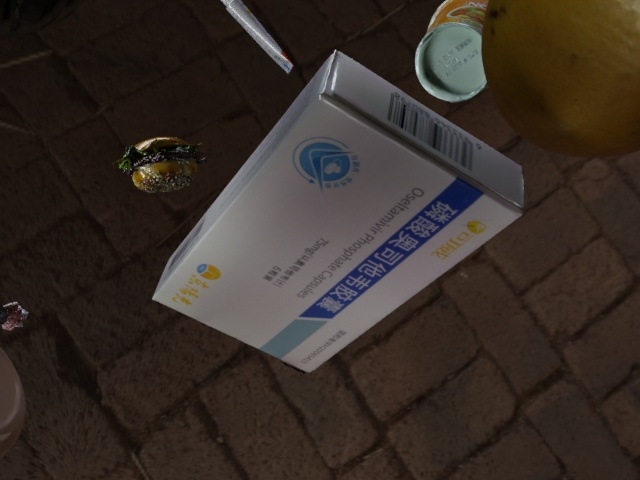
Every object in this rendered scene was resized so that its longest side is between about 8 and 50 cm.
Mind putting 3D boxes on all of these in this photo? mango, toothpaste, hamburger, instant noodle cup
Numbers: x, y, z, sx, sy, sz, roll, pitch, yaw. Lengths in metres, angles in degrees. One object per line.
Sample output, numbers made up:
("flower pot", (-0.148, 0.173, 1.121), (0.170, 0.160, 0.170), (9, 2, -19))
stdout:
("mango", (0.247, -0.200, 0.650), (0.211, 0.317, 0.173), (33, 64, 23))
("toothpaste", (-0.117, -0.387, 1.418), (0.031, 0.048, 0.190), (-43, 92, -17))
("hamburger", (-0.334, -0.153, 1.605), (0.190, 0.164, 0.093), (-3, 75, -45))
("instant noodle cup", (0.220, -0.290, 1.180), (0.168, 0.168, 0.185), (44, 31, -1))

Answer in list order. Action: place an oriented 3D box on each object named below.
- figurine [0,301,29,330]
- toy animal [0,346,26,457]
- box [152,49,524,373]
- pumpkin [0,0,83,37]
("figurine", (-0.631, 0.142, 1.513), (0.054, 0.129, 0.072), (40, 97, 33))
("toy animal", (-0.519, 0.239, 1.013), (0.213, 0.256, 0.195), (41, 31, -26))
("box", (0.000, 0.000, 0.722), (0.200, 0.343, 0.065), (28, 47, -18))
("pumpkin", (-0.252, -0.250, 0.502), (0.250, 0.216, 0.249), (17, 55, -26))
